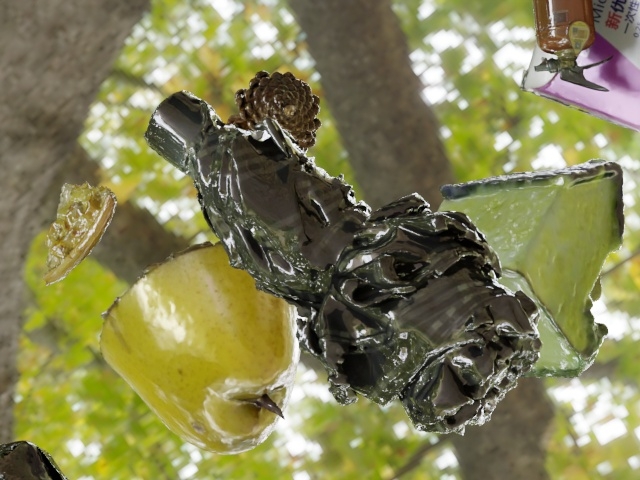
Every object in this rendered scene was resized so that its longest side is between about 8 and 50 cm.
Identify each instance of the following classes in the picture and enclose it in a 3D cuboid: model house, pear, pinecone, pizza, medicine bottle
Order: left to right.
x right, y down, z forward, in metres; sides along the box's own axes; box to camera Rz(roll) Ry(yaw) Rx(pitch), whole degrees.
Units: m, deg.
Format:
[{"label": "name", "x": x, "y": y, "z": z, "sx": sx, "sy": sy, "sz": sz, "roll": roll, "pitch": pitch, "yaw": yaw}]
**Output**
[{"label": "pizza", "x": -0.256, "y": -0.022, "z": 1.647, "sx": 0.026, "sy": 0.123, "sz": 0.108, "roll": 26, "pitch": -158, "yaw": -40}, {"label": "pear", "x": -0.105, "y": 0.140, "z": 1.724, "sx": 0.267, "sy": 0.267, "sz": 0.178, "roll": 19, "pitch": -139, "yaw": -43}, {"label": "pinecone", "x": -0.051, "y": -0.118, "z": 1.701, "sx": 0.102, "sy": 0.109, "sz": 0.102, "roll": 8, "pitch": -136, "yaw": -8}, {"label": "model house", "x": 0.212, "y": 0.010, "z": 1.673, "sx": 0.170, "sy": 0.194, "sz": 0.211, "roll": 49, "pitch": -123, "yaw": -27}, {"label": "medicine bottle", "x": 0.267, "y": -0.185, "z": 1.282, "sx": 0.171, "sy": 0.201, "sz": 0.052, "roll": 26, "pitch": -159, "yaw": 30}]

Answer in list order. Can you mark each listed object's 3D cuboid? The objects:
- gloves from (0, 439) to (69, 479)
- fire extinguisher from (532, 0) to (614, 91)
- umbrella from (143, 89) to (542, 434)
[{"label": "gloves", "x": -0.309, "y": 0.272, "z": 1.522, "sx": 0.152, "sy": 0.301, "sz": 0.197, "roll": -47, "pitch": -40, "yaw": -47}, {"label": "fire extinguisher", "x": 0.192, "y": -0.201, "z": 1.266, "sx": 0.050, "sy": 0.062, "sz": 0.177, "roll": 40, "pitch": -135, "yaw": -82}, {"label": "umbrella", "x": 0.007, "y": -0.008, "z": 1.128, "sx": 0.336, "sy": 0.154, "sz": 0.128, "roll": 49, "pitch": -152, "yaw": 17}]
